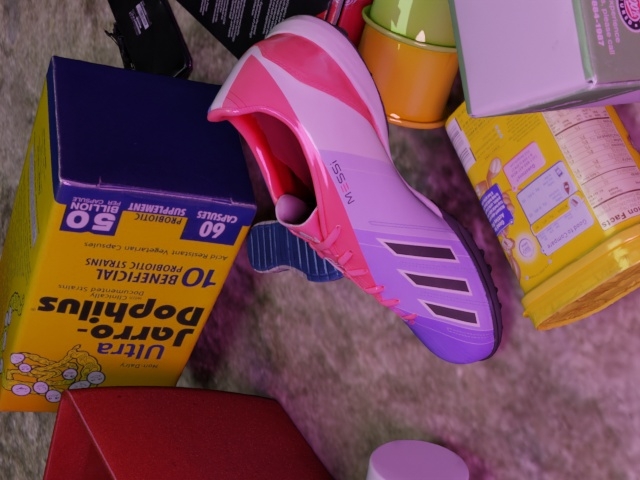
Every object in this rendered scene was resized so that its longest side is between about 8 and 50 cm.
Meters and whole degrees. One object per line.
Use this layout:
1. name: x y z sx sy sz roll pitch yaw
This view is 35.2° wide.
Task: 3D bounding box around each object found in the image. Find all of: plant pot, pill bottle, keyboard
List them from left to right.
1. keyboard: -0.209 -0.254 1.198 0.100 0.038 0.192 -33 69 26
2. plant pot: -0.121 0.304 1.026 0.267 0.235 0.267 49 134 35
3. pill bottle: 0.073 0.273 0.865 0.112 0.112 0.187 27 118 47

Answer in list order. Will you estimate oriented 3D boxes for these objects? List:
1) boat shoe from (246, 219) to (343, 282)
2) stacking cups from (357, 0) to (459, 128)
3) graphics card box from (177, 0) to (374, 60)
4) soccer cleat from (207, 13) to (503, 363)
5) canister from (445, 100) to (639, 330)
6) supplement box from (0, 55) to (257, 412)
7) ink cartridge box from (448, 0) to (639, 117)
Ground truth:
1. boat shoe: 0.000 0.000 0.938 0.183 0.066 0.066 5 99 58
2. stacking cups: 0.103 -0.239 0.735 0.096 0.096 0.316 45 129 38
3. graphics card box: -0.054 -0.301 0.921 0.371 0.094 0.233 45 131 36
4. soccer cleat: 0.030 -0.011 0.769 0.108 0.116 0.318 -5 124 49
5. canister: 0.167 -0.040 0.705 0.126 0.073 0.170 -44 62 48
6. supplement box: -0.228 0.011 1.098 0.195 0.194 0.356 -106 32 -41
7. ink cartridge box: 0.177 -0.157 0.546 0.092 0.219 0.160 -10 89 56
